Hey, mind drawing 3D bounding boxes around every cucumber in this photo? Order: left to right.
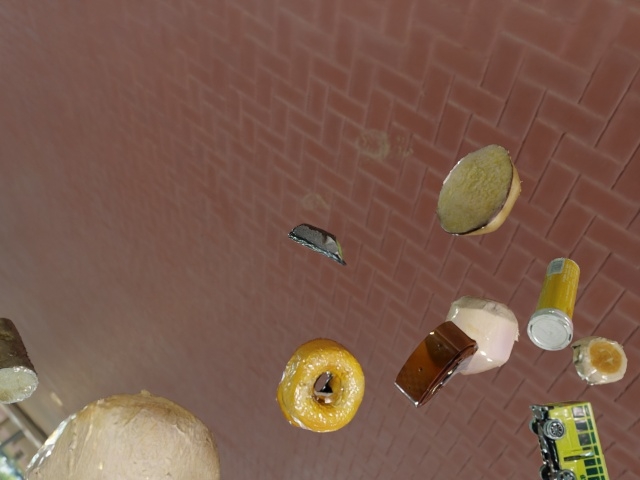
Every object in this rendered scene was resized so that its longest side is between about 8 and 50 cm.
[{"bbox_3d":[0.000,0.000,1.816,0.220,0.071,0.046,27,170,26],"label":"cucumber"}]

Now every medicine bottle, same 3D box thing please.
[{"bbox_3d":[0.434,0.108,1.103,0.073,0.218,0.074,13,122,22],"label":"medicine bottle"}]

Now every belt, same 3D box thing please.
[{"bbox_3d":[0.300,0.326,1.571,0.105,0.184,0.262,44,126,27],"label":"belt"}]

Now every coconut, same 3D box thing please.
[{"bbox_3d":[-0.350,0.446,1.074,0.346,0.346,0.360,93,169,-45],"label":"coconut"},{"bbox_3d":[0.462,0.283,1.775,0.224,0.224,0.234,5,85,49],"label":"coconut"}]

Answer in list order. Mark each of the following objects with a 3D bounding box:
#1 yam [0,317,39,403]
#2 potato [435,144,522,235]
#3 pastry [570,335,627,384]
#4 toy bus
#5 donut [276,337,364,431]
[{"bbox_3d":[-0.653,0.243,1.229,0.183,0.107,0.107,44,149,41],"label":"yam"},{"bbox_3d":[0.436,-0.111,1.630,0.239,0.299,0.116,-21,130,36],"label":"potato"},{"bbox_3d":[0.869,0.371,1.877,0.166,0.166,0.088,44,158,13],"label":"pastry"},{"bbox_3d":[0.429,0.367,1.030,0.088,0.101,0.175,105,157,-77],"label":"toy bus"},{"bbox_3d":[0.007,0.392,1.611,0.254,0.253,0.118,64,162,-16],"label":"donut"}]
